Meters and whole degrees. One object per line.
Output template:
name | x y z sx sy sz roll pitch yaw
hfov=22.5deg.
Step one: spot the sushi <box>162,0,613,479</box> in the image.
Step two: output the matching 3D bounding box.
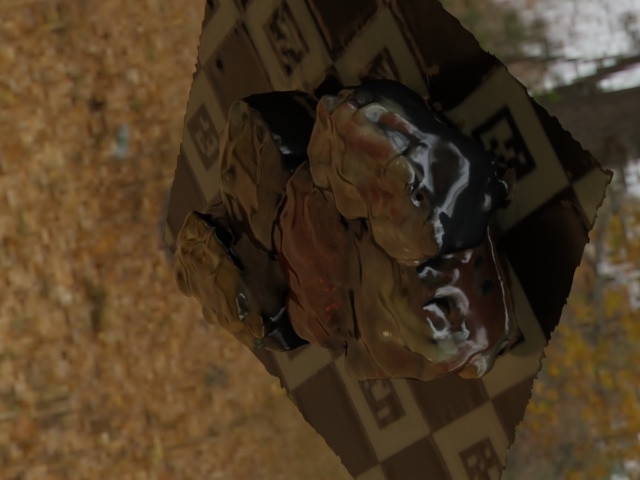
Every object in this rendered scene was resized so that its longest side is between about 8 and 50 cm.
sushi | -0.012 -0.008 0.761 0.292 0.059 0.294 50 -36 34
